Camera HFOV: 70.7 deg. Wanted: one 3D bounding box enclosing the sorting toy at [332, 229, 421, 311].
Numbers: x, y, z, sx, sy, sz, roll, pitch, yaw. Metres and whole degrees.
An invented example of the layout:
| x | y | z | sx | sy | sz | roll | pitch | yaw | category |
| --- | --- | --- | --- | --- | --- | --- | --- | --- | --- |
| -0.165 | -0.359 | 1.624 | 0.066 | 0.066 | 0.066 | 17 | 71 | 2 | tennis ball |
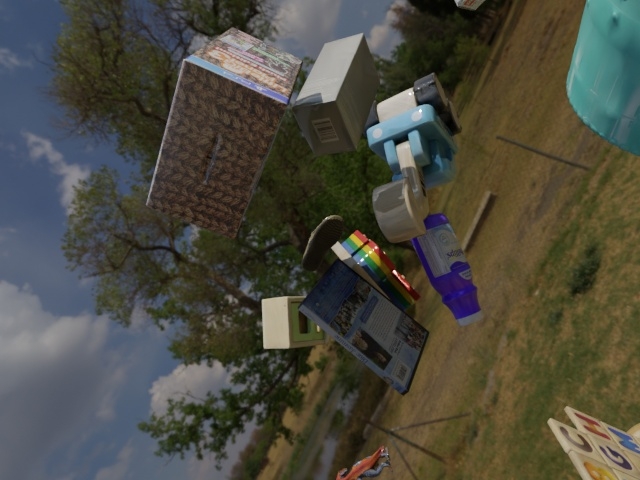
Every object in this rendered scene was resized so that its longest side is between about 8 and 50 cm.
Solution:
| x | y | z | sx | sy | sz | roll | pitch | yaw | category |
| --- | --- | --- | --- | --- | --- | --- | --- | --- | --- |
| 0.147 | 0.088 | 1.133 | 0.089 | 0.257 | 0.255 | -41 | 21 | 1 | sorting toy |

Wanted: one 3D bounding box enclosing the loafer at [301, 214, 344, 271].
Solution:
| x | y | z | sx | sy | sz | roll | pitch | yaw | category |
| --- | --- | --- | --- | --- | --- | --- | --- | --- | --- |
| 0.000 | 0.000 | 0.995 | 0.148 | 0.056 | 0.050 | -55 | 23 | 22 | loafer |

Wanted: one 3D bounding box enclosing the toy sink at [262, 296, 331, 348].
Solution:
| x | y | z | sx | sy | sz | roll | pitch | yaw | category |
| --- | --- | --- | --- | --- | --- | --- | --- | --- | --- |
| -0.052 | 0.255 | 1.420 | 0.234 | 0.131 | 0.152 | 8 | -106 | -45 | toy sink |

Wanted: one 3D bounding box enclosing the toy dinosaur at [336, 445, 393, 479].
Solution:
| x | y | z | sx | sy | sz | roll | pitch | yaw | category |
| --- | --- | --- | --- | --- | --- | --- | --- | --- | --- |
| 0.056 | 0.309 | 0.620 | 0.047 | 0.082 | 0.090 | -98 | -11 | -63 | toy dinosaur |

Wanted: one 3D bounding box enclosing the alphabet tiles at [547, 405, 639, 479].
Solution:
| x | y | z | sx | sy | sz | roll | pitch | yaw | category |
| --- | --- | --- | --- | --- | --- | --- | --- | --- | --- |
| 0.456 | 0.336 | 0.539 | 0.285 | 0.343 | 0.011 | -80 | 15 | -71 | alphabet tiles |

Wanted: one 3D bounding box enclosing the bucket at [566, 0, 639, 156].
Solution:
| x | y | z | sx | sy | sz | roll | pitch | yaw | category |
| --- | --- | --- | --- | --- | --- | --- | --- | --- | --- |
| 0.391 | -0.213 | 0.428 | 0.281 | 0.281 | 0.183 | -62 | -24 | -27 | bucket |

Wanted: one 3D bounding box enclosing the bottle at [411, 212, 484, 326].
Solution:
| x | y | z | sx | sy | sz | roll | pitch | yaw | category |
| --- | --- | --- | --- | --- | --- | --- | --- | --- | --- |
| 0.320 | 0.072 | 1.133 | 0.118 | 0.282 | 0.092 | -11 | -15 | -46 | bottle |

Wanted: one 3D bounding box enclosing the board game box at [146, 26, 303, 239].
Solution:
| x | y | z | sx | sy | sz | roll | pitch | yaw | category |
| --- | --- | --- | --- | --- | --- | --- | --- | --- | --- |
| -0.145 | -0.189 | 0.744 | 0.291 | 0.141 | 0.232 | -86 | 20 | -58 | board game box |

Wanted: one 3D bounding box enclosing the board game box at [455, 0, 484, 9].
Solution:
| x | y | z | sx | sy | sz | roll | pitch | yaw | category |
| --- | --- | --- | --- | --- | --- | --- | --- | --- | --- |
| 0.294 | -0.536 | 0.672 | 0.053 | 0.192 | 0.305 | -9 | -14 | -33 | board game box |

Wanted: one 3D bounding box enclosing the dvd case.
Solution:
| x | y | z | sx | sy | sz | roll | pitch | yaw | category |
| --- | --- | --- | --- | --- | --- | --- | --- | --- | --- |
| 0.094 | 0.160 | 0.890 | 0.022 | 0.253 | 0.180 | -53 | -4 | 36 | dvd case |

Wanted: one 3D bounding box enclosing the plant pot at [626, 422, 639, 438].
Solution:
| x | y | z | sx | sy | sz | roll | pitch | yaw | category |
| --- | --- | --- | --- | --- | --- | --- | --- | --- | --- |
| 0.679 | 0.438 | 0.822 | 0.236 | 0.236 | 0.032 | -62 | -34 | -27 | plant pot |

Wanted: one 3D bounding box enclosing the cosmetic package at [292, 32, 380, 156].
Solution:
| x | y | z | sx | sy | sz | roll | pitch | yaw | category |
| --- | --- | --- | --- | --- | --- | --- | --- | --- | --- |
| 0.040 | -0.301 | 0.927 | 0.127 | 0.107 | 0.237 | 60 | -143 | -41 | cosmetic package |

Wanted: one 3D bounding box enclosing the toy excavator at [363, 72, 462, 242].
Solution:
| x | y | z | sx | sy | sz | roll | pitch | yaw | category |
| --- | --- | --- | --- | --- | --- | --- | --- | --- | --- |
| 0.241 | -0.189 | 1.144 | 0.433 | 0.222 | 0.444 | 19 | -123 | -57 | toy excavator |
